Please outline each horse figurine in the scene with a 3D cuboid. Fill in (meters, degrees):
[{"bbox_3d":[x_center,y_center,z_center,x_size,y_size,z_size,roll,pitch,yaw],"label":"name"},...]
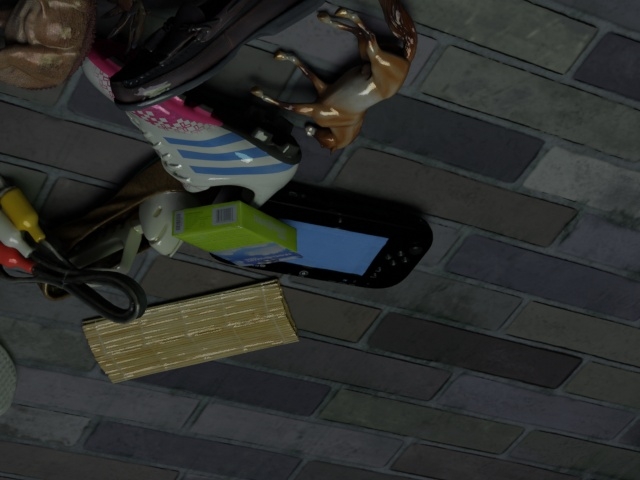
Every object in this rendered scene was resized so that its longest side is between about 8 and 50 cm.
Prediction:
[{"bbox_3d":[0.038,-0.217,1.804,0.174,0.066,0.263,32,126,-27],"label":"horse figurine"}]

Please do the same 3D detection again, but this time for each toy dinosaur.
[{"bbox_3d":[-0.308,-0.255,1.644,0.200,0.127,0.295,22,126,-27],"label":"toy dinosaur"}]

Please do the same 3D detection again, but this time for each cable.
[{"bbox_3d":[-0.367,0.042,1.870,0.072,0.287,0.139,-13,137,-58],"label":"cable"}]

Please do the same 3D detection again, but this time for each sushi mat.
[{"bbox_3d":[-0.201,0.142,2.164,0.317,0.019,0.151,-13,138,3],"label":"sushi mat"}]

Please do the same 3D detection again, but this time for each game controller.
[{"bbox_3d":[0.000,0.000,2.022,0.319,0.067,0.166,11,133,-21],"label":"game controller"}]

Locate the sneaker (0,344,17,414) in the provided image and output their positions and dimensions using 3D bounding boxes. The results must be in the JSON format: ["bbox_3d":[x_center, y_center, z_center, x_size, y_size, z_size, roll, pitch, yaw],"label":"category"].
[{"bbox_3d":[-0.611,0.171,2.054,0.150,0.135,0.366,8,164,36],"label":"sneaker"}]

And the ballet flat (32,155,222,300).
[{"bbox_3d":[-0.261,-0.012,1.914,0.342,0.124,0.116,-27,135,16],"label":"ballet flat"}]

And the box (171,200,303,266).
[{"bbox_3d":[-0.109,-0.008,1.878,0.109,0.042,0.178,-8,163,26],"label":"box"}]

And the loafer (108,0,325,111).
[{"bbox_3d":[-0.131,-0.265,1.649,0.302,0.109,0.095,-34,123,-18],"label":"loafer"}]

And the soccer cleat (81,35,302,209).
[{"bbox_3d":[-0.181,-0.137,1.782,0.331,0.116,0.143,26,116,-25],"label":"soccer cleat"}]
